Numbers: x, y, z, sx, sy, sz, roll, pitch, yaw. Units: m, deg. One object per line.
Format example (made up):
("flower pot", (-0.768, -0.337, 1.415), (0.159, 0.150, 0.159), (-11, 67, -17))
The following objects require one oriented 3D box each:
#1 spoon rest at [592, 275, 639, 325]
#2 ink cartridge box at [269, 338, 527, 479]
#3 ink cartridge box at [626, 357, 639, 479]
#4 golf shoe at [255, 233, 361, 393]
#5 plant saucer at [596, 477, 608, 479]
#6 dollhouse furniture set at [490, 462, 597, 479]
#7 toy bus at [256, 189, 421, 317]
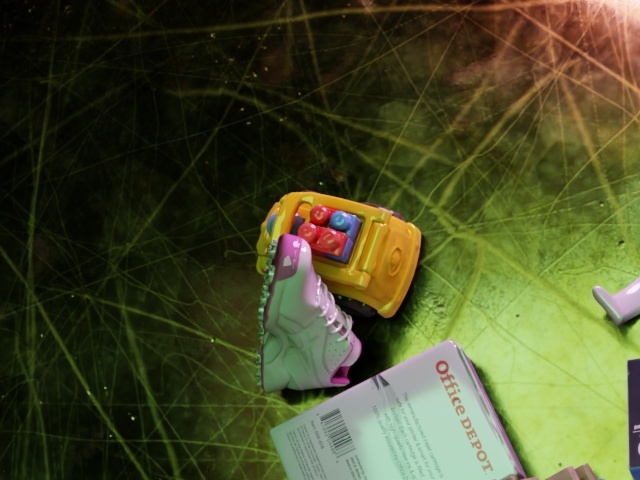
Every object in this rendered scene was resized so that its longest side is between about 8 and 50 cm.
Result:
("spoon rest", (0.469, 0.019, 1.529), (0.276, 0.084, 0.137), (-32, 68, -7))
("ink cartridge box", (0.103, 0.279, 1.541), (0.273, 0.114, 0.197), (-28, 67, 9))
("ink cartridge box", (0.468, 0.225, 1.421), (0.206, 0.045, 0.208), (-14, 53, 29))
("golf shoe", (-0.012, 0.097, 1.549), (0.140, 0.306, 0.115), (7, 55, 2))
("plant saucer", (0.425, 0.353, 1.469), (0.192, 0.018, 0.067), (15, 80, 22))
("dollhouse furniture set", (0.218, 0.394, 1.426), (0.242, 0.212, 0.161), (-39, 62, 33))
("toy bus", (0.000, 0.000, 1.604), (0.220, 0.211, 0.149), (15, 81, 23))
